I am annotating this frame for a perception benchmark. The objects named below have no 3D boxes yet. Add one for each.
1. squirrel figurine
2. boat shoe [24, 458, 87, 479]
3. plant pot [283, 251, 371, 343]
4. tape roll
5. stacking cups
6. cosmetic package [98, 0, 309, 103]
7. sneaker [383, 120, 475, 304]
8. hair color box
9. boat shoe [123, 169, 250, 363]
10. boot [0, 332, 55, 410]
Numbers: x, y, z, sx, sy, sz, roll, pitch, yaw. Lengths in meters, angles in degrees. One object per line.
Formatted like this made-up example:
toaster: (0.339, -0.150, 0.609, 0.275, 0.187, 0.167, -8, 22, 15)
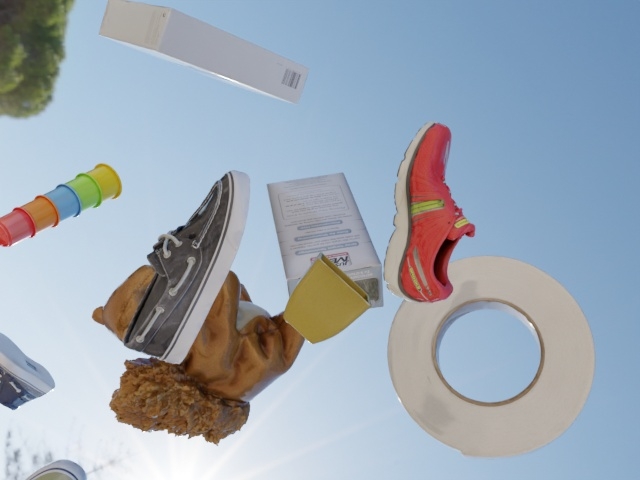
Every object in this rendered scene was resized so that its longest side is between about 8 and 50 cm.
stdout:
squirrel figurine: (-0.284, 0.232, 1.395, 0.281, 0.370, 0.397, 25, -87, 47)
boat shoe: (-0.473, 0.478, 1.052, 0.109, 0.094, 0.302, 37, -89, -6)
plant pot: (0.002, 0.074, 0.800, 0.081, 0.081, 0.083, 42, -86, -1)
tape roll: (0.322, 0.221, 1.311, 0.392, 0.072, 0.392, -6, -113, 14)
stacking cups: (-0.600, -0.083, 1.542, 0.096, 0.316, 0.096, 16, -58, 28)
cosmetic package: (-0.257, -0.421, 1.521, 0.284, 0.377, 0.097, 30, -76, 45)
sneaker: (0.181, -0.040, 1.036, 0.118, 0.107, 0.279, 8, -90, 33)
hair color box: (0.000, 0.000, 1.449, 0.374, 0.185, 0.114, -107, -171, -55)
boat shoe: (-0.195, 0.031, 0.972, 0.301, 0.102, 0.108, -64, -154, 11)
boot: (-0.538, 0.227, 1.152, 0.069, 0.086, 0.190, 52, -10, 41)
